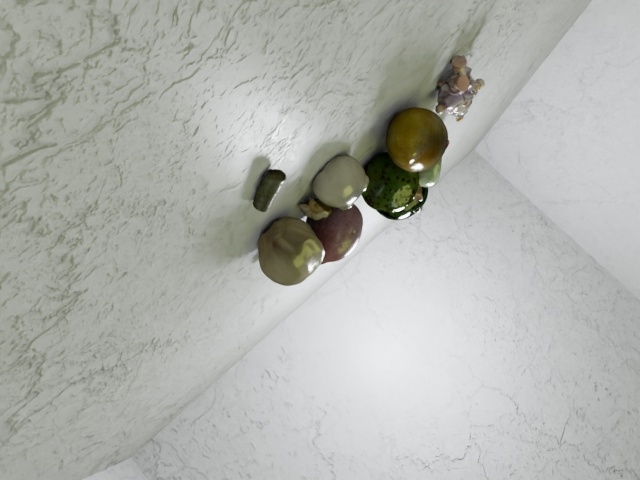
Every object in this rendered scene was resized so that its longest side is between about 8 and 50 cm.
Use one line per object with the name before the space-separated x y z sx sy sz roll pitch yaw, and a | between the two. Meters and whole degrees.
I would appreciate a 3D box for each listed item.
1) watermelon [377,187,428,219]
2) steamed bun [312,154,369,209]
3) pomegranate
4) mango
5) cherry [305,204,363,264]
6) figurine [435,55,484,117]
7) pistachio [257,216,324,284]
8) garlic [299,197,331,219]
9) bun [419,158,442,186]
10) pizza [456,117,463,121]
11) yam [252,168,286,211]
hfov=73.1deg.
watermelon | 0.363 -0.218 2.008 0.269 0.269 0.269 -42 169 -10
steamed bun | 0.076 -0.183 1.424 0.177 0.131 0.228 -47 167 12
pomegranate | 0.285 -0.225 1.704 0.254 0.270 0.255 -164 -90 -79
mango | 0.328 -0.344 1.494 0.384 0.198 0.222 -39 137 -59
cherry | 0.052 -0.031 1.589 0.205 0.239 0.239 -4 145 -39
figurine | 0.494 -0.547 1.566 0.200 0.133 0.276 -32 165 5
pistachio | -0.101 0.048 1.456 0.332 0.225 0.208 100 -4 -57
garlic | -0.019 -0.108 1.461 0.094 0.113 0.074 -117 -132 -68
bun | 0.420 -0.363 1.813 0.283 0.178 0.284 4 90 -76
pizza | 0.765 -0.668 2.349 0.083 0.025 0.078 -41 167 -16
yam | -0.132 -0.126 1.092 0.054 0.054 0.132 -34 166 -41
